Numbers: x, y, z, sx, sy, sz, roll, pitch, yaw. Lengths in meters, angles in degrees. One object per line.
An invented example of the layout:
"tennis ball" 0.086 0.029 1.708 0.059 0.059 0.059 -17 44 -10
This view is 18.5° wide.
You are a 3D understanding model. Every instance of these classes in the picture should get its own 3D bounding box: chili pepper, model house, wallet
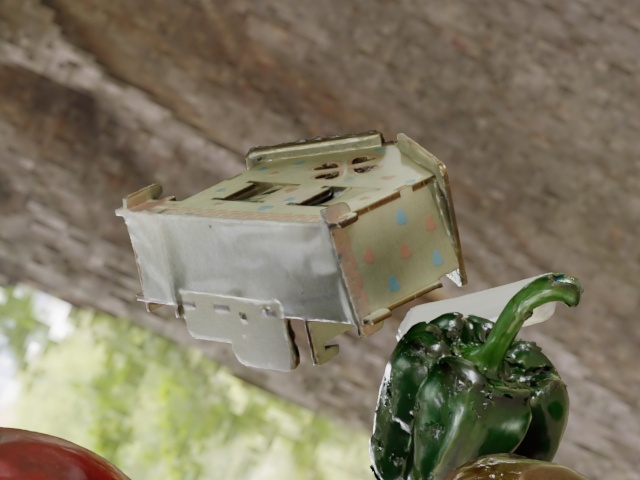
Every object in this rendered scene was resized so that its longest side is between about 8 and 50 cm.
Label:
"chili pepper" 0.147 0.134 1.818 0.165 0.173 0.261 34 111 43
"model house" 0.000 0.000 1.919 0.326 0.169 0.244 4 26 44
"wallet" 0.177 0.082 2.209 0.190 0.033 0.095 -15 15 16

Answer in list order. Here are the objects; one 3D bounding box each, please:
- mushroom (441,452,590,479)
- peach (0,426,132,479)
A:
"mushroom" 0.129 0.190 1.189 0.171 0.135 0.080 -71 0 -53
"peach" -0.304 0.339 1.752 0.388 0.388 0.388 -155 90 -82
